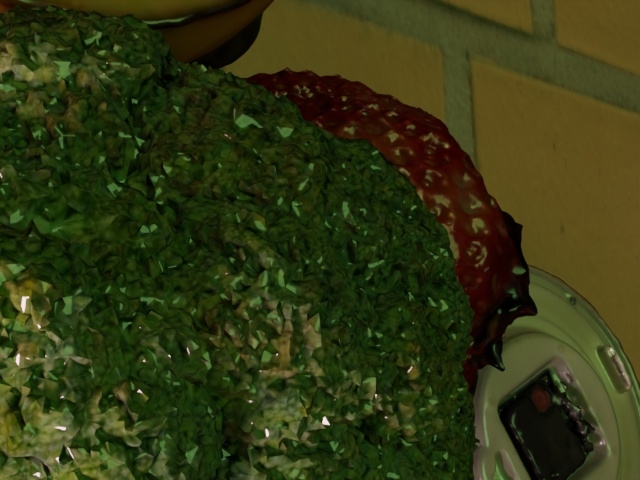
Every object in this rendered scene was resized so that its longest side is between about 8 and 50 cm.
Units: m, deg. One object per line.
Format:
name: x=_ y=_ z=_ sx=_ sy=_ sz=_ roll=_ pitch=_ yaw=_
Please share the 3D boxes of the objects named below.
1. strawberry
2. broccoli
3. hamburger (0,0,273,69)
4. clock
strawberry: x=0.000 y=0.000 z=0.839 sx=0.288 sy=0.250 sz=0.238 roll=25 pitch=96 yaw=-17
broccoli: x=-0.081 y=0.057 z=0.575 sx=0.413 sy=0.310 sz=0.321 roll=51 pitch=39 yaw=-67
hamburger: x=-0.195 y=-0.254 z=0.736 sx=0.395 sy=0.277 sz=0.396 roll=10 pitch=71 yaw=-32
clock: x=0.183 y=0.171 z=1.008 sx=0.318 sy=0.080 sz=0.318 roll=13 pitch=68 yaw=-34
